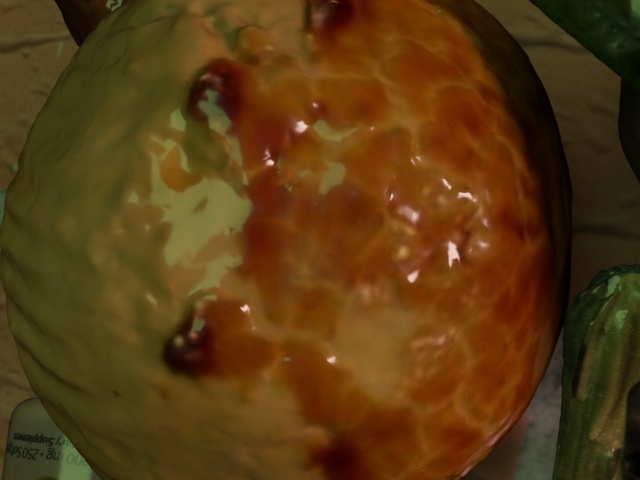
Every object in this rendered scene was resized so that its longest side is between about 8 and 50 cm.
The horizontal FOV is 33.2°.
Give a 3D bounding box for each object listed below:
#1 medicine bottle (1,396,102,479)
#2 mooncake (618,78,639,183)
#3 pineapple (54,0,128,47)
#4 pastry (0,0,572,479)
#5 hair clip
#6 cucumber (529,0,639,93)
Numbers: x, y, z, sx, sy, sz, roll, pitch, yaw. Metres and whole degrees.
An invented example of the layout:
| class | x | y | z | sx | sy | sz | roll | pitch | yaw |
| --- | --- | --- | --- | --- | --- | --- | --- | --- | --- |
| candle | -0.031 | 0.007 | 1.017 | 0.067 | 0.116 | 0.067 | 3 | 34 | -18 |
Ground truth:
| class | x | y | z | sx | sy | sz | roll | pitch | yaw |
| --- | --- | --- | --- | --- | --- | --- | --- | --- | --- |
| medicine bottle | -0.177 | 0.272 | 0.826 | 0.157 | 0.157 | 0.289 | 1 | 79 | 25 |
| mooncake | 0.335 | -0.089 | 0.663 | 0.290 | 0.161 | 0.290 | -6 | 77 | 26 |
| pineapple | -0.066 | -0.282 | 0.883 | 0.357 | 0.223 | 0.223 | -33 | 66 | -5 |
| pastry | 0.000 | 0.000 | 0.678 | 0.312 | 0.388 | 0.389 | 13 | 85 | 26 |
| hair clip | 0.205 | 0.165 | 0.682 | 0.138 | 0.091 | 0.321 | 10 | 109 | 12 |
| cucumber | 0.249 | -0.070 | 0.544 | 0.105 | 0.145 | 0.325 | -50 | 65 | 20 |
